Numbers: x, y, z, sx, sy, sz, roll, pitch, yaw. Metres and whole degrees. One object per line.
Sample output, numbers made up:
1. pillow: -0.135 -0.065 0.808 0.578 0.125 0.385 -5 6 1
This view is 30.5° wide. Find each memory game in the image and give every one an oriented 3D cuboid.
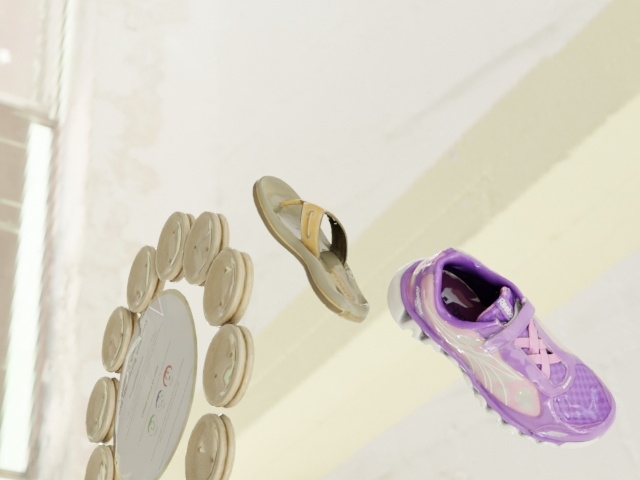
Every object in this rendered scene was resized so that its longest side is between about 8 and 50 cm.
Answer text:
1. memory game: -0.076 0.074 0.562 0.186 0.012 0.186 -34 -131 52

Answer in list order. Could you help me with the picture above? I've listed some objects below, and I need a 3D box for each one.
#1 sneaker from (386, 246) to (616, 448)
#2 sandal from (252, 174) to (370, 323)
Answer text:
1. sneaker: 0.166 0.090 1.042 0.095 0.236 0.104 -47 172 -26
2. sandal: 0.000 0.000 1.110 0.049 0.072 0.180 -49 -123 23
